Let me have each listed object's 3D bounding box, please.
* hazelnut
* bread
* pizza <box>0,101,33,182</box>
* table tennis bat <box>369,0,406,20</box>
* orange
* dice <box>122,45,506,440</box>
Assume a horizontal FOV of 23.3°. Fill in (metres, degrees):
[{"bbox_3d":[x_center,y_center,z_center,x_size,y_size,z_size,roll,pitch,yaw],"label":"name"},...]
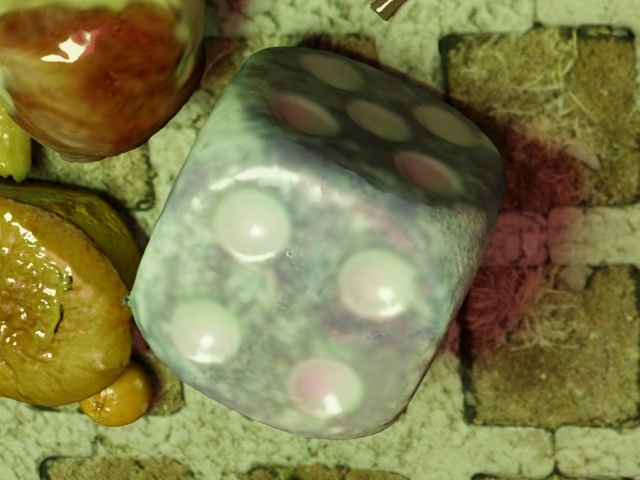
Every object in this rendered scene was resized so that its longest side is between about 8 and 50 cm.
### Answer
[{"bbox_3d":[-0.227,-0.197,1.413,0.261,0.241,0.261,40,141,43],"label":"hazelnut"},{"bbox_3d":[-0.305,0.051,1.605,0.268,0.145,0.268,7,118,14],"label":"bread"},{"bbox_3d":[-0.398,-0.209,1.538,0.258,0.087,0.268,13,115,4],"label":"pizza"},{"bbox_3d":[0.102,-0.244,1.379,0.107,0.119,0.170,45,115,-8],"label":"table tennis bat"},{"bbox_3d":[-0.222,0.164,1.678,0.083,0.070,0.083,5,119,9],"label":"orange"},{"bbox_3d":[0.000,0.000,1.434,0.271,0.270,0.270,26,118,1],"label":"dice"}]
